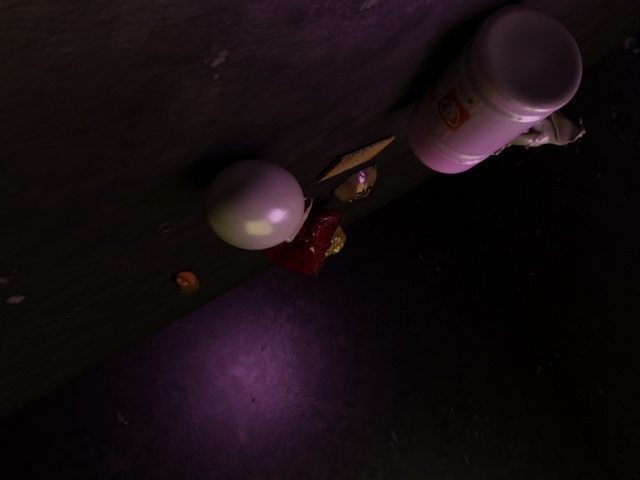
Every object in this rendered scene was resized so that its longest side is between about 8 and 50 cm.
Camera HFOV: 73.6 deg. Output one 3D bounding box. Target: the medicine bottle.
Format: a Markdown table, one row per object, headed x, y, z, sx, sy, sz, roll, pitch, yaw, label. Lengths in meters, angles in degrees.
| x | y | z | sx | sy | sz | roll | pitch | yaw | label |
| --- | --- | --- | --- | --- | --- | --- | --- | --- | --- |
| 0.321 | -0.278 | 0.857 | 0.202 | 0.202 | 0.316 | -30 | 176 | -16 | medicine bottle |

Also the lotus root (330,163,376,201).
| x | y | z | sx | sy | sz | roll | pitch | yaw | label |
| --- | --- | --- | --- | --- | --- | --- | --- | --- | --- |
| 0.136 | -0.190 | 1.545 | 0.183 | 0.078 | 0.203 | -28 | 174 | -47 | lotus root |

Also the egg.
| x | y | z | sx | sy | sz | roll | pitch | yaw | label |
| --- | --- | --- | --- | --- | --- | --- | --- | --- | --- |
| -0.112 | -0.059 | 0.716 | 0.151 | 0.151 | 0.209 | -32 | 172 | 24 | egg |

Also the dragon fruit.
| x | y | z | sx | sy | sz | roll | pitch | yaw | label |
| --- | --- | --- | --- | --- | --- | --- | --- | --- | --- |
| -0.065 | -0.060 | 1.636 | 0.329 | 0.227 | 0.286 | 83 | 32 | -65 | dragon fruit |

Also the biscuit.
| x | y | z | sx | sy | sz | roll | pitch | yaw | label |
| --- | --- | --- | --- | --- | --- | --- | --- | --- | --- |
| 0.102 | -0.229 | 1.192 | 0.231 | 0.016 | 0.139 | -29 | 176 | -34 | biscuit |

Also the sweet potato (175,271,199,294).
| x | y | z | sx | sy | sz | roll | pitch | yaw | label |
| --- | --- | --- | --- | --- | --- | --- | --- | --- | --- |
| -0.443 | 0.149 | 1.446 | 0.077 | 0.077 | 0.244 | -30 | 175 | -15 | sweet potato |

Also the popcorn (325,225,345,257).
| x | y | z | sx | sy | sz | roll | pitch | yaw | label |
| --- | --- | --- | --- | --- | --- | --- | --- | --- | --- |
| 0.000 | 0.000 | 2.141 | 0.255 | 0.195 | 0.255 | -13 | 172 | 6 | popcorn |

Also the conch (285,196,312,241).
| x | y | z | sx | sy | sz | roll | pitch | yaw | label |
| --- | --- | --- | --- | --- | --- | --- | --- | --- | --- |
| -0.086 | -0.064 | 1.334 | 0.176 | 0.094 | 0.104 | -35 | 137 | 2 | conch |

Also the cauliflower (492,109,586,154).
| x | y | z | sx | sy | sz | roll | pitch | yaw | label |
| --- | --- | --- | --- | --- | --- | --- | --- | --- | --- |
| 0.603 | -0.370 | 1.288 | 0.327 | 0.281 | 0.260 | -41 | 179 | 5 | cauliflower |
